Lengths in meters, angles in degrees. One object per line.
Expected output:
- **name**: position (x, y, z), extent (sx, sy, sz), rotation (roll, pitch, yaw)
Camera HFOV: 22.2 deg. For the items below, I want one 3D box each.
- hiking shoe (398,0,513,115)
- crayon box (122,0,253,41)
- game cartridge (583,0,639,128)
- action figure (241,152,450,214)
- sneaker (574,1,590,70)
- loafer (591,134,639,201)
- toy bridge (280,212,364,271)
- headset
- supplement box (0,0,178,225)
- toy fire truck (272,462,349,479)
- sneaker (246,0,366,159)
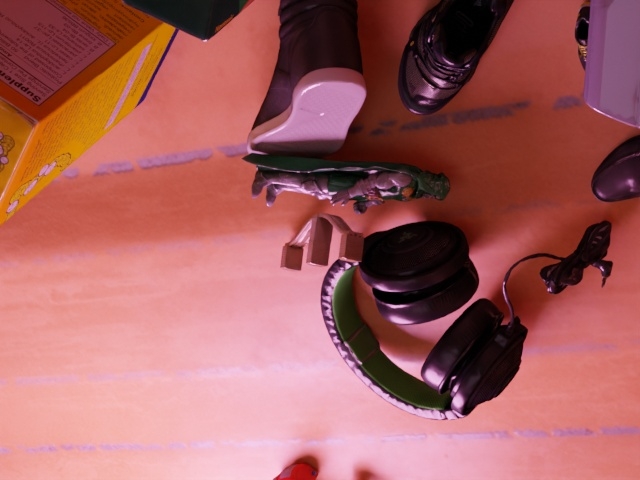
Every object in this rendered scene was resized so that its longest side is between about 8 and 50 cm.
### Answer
- **hiking shoe**: position (0.134, -0.212, 1.742), extent (0.086, 0.114, 0.227), rotation (35, 130, 5)
- **crayon box**: position (-0.038, -0.407, 1.544), extent (0.106, 0.363, 0.313), rotation (26, 129, 11)
- **game cartridge**: position (0.412, -0.189, 1.625), extent (0.294, 0.060, 0.196), rotation (8, 121, 17)
- **action figure**: position (0.038, -0.065, 1.902), extent (0.232, 0.137, 0.063), rotation (0, 81, 21)
- **sneaker**: position (0.280, -0.208, 1.718), extent (0.031, 0.035, 0.083), rotation (2, 121, 28)
- **loafer**: position (0.355, -0.081, 1.744), extent (0.170, 0.061, 0.062), rotation (-31, 103, 39)
- **toy bridge**: position (0.000, 0.000, 1.964), extent (0.026, 0.063, 0.188), rotation (11, 171, -24)
- **headset**: position (0.168, 0.073, 1.926), extent (0.243, 0.185, 0.394), rotation (55, 144, -8)
- **supplement box**: position (-0.330, -0.198, 1.842), extent (0.194, 0.356, 0.195), rotation (36, 130, 3)
- **toy fire truck**: position (0.034, 0.367, 2.220), extent (0.192, 0.047, 0.135), rotation (45, 130, -4)
- **sneaker**: position (-0.016, -0.190, 1.860), extent (0.105, 0.146, 0.296), rotation (4, 162, -15)
